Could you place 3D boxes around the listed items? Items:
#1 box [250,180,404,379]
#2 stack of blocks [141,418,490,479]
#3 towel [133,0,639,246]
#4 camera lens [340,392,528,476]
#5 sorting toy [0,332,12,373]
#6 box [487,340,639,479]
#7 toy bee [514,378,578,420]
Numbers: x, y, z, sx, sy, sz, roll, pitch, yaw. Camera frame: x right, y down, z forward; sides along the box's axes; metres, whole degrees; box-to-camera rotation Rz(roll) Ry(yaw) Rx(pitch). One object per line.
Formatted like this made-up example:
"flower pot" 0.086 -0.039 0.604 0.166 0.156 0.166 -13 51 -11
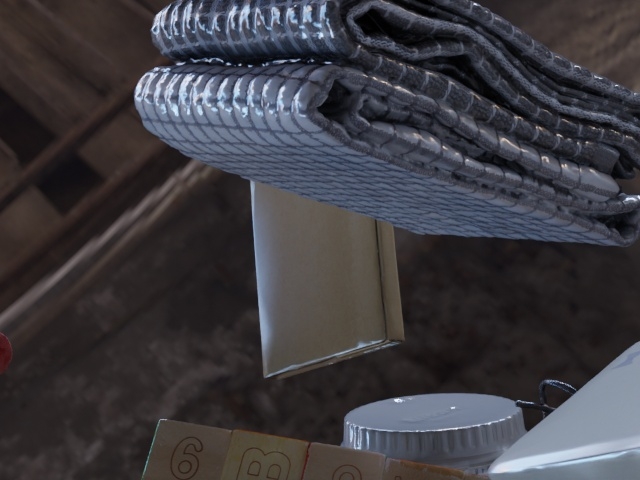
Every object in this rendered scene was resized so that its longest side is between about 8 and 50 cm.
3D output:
"box" 0.000 0.000 1.322 0.021 0.164 0.201 6 -108 -37
"stack of blocks" 0.057 0.192 0.892 0.171 0.297 0.087 73 -151 -59
"towel" 0.054 -0.086 1.047 0.283 0.235 0.121 17 -97 -34
"camera lens" 0.134 0.324 1.810 0.219 0.219 0.274 -8 -83 -34
"sorting toy" -0.414 0.117 1.463 0.274 0.046 0.132 -29 -72 -27
"box" 0.177 0.160 0.526 0.094 0.113 0.275 -34 -86 -33
"toy bee" 0.189 0.245 1.209 0.298 0.195 0.162 41 -107 -25
